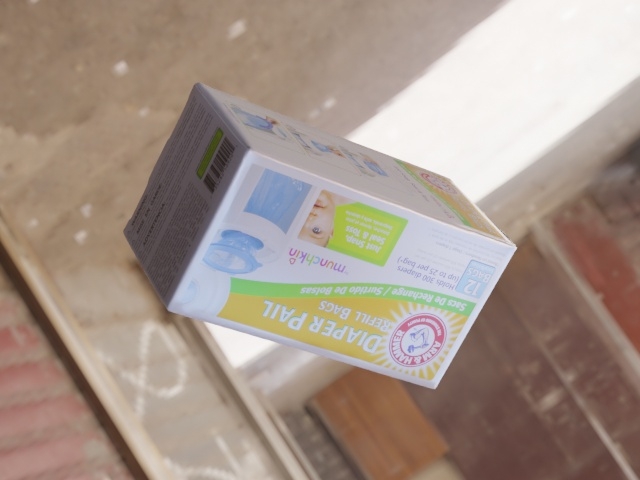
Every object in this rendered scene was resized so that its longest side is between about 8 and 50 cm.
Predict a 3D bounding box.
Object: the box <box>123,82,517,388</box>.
[{"bbox_3d":[0.000,0.000,1.009,0.203,0.103,0.114,18,109,-30],"label":"box"}]
